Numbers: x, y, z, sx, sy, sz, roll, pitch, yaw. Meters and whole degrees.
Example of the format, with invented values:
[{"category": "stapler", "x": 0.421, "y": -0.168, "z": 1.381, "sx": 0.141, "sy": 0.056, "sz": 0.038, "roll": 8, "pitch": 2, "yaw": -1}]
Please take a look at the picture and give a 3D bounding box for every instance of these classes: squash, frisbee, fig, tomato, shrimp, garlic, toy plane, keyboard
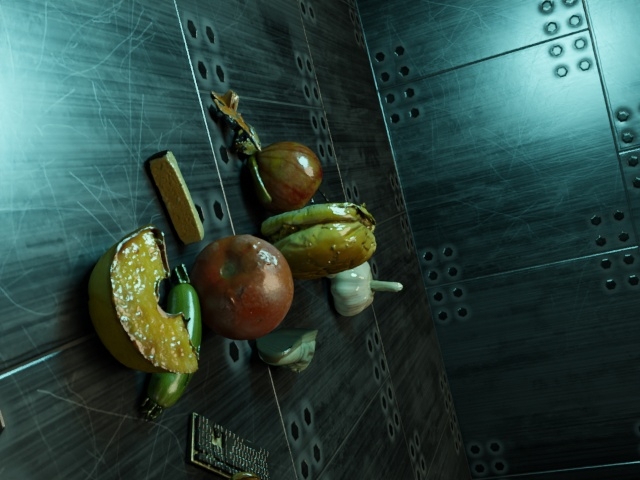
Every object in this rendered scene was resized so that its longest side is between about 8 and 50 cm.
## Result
[{"category": "squash", "x": -0.255, "y": 0.184, "z": 1.314, "sx": 0.080, "sy": 0.071, "sz": 0.318, "roll": 55, "pitch": 28, "yaw": -43}, {"category": "frisbee", "x": -0.013, "y": -0.176, "z": 2.352, "sx": 0.187, "sy": 0.012, "sz": 0.211, "roll": -80, "pitch": 152, "yaw": -49}, {"category": "fig", "x": -0.098, "y": -0.163, "z": 1.859, "sx": 0.205, "sy": 0.205, "sz": 0.205, "roll": -13, "pitch": 90, "yaw": -71}, {"category": "tomato", "x": -0.154, "y": 0.095, "z": 1.464, "sx": 0.184, "sy": 0.208, "sz": 0.208, "roll": 63, "pitch": 21, "yaw": -58}, {"category": "shrimp", "x": -0.191, "y": -0.252, "z": 1.853, "sx": 0.091, "sy": 0.043, "sz": 0.184, "roll": 64, "pitch": 15, "yaw": -14}, {"category": "garlic", "x": 0.143, "y": 0.127, "z": 2.261, "sx": 0.199, "sy": 0.226, "sz": 0.199, "roll": -3, "pitch": 90, "yaw": -71}, {"category": "toy plane", "x": -0.203, "y": -0.281, "z": 1.771, "sx": 0.188, "sy": 0.062, "sz": 0.135, "roll": 64, "pitch": 16, "yaw": 11}, {"category": "keyboard", "x": -0.173, "y": 0.433, "z": 1.460, "sx": 0.317, "sy": 0.027, "sz": 0.106, "roll": 51, "pitch": 31, "yaw": -54}]

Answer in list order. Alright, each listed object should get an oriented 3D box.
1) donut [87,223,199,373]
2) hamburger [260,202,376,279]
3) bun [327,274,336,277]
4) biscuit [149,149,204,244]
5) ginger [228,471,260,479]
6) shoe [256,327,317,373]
[{"category": "donut", "x": -0.299, "y": 0.103, "z": 1.174, "sx": 0.152, "sy": 0.101, "sz": 0.259, "roll": -2, "pitch": 75, "yaw": -62}, {"category": "hamburger", "x": 0.000, "y": 0.000, "z": 1.846, "sx": 0.318, "sy": 0.318, "sz": 0.158, "roll": 22, "pitch": 54, "yaw": -68}, {"category": "bun", "x": 0.013, "y": 0.020, "z": 2.159, "sx": 0.183, "sy": 0.102, "sz": 0.183, "roll": -173, "pitch": -90, "yaw": -80}, {"category": "biscuit", "x": -0.282, "y": -0.086, "z": 1.452, "sx": 0.056, "sy": 0.052, "sz": 0.188, "roll": -99, "pitch": 170, "yaw": -72}, {"category": "ginger", "x": -0.163, "y": 0.562, "z": 1.282, "sx": 0.309, "sy": 0.107, "sz": 0.133, "roll": -78, "pitch": 163, "yaw": -45}, {"category": "shoe", "x": -0.075, "y": 0.268, "z": 1.746, "sx": 0.275, "sy": 0.103, "sz": 0.098, "roll": -2, "pitch": 92, "yaw": -70}]
